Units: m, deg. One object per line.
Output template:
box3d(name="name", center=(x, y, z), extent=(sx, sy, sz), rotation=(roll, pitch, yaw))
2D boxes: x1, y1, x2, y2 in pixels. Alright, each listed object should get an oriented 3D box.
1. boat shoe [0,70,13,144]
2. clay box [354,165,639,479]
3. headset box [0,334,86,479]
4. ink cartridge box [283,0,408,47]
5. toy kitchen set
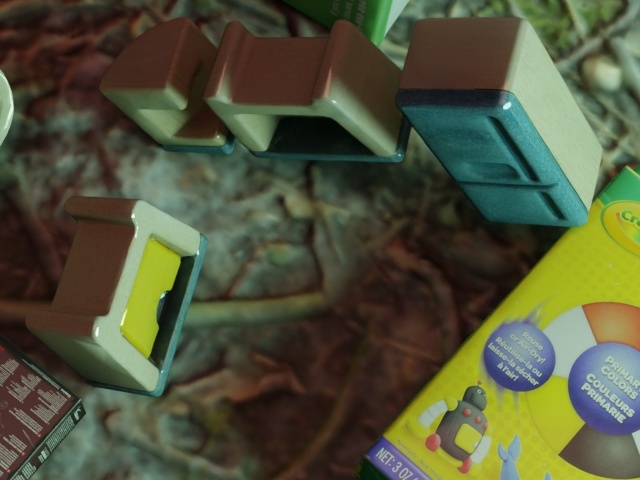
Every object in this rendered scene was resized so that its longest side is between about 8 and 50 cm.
box3d(name="boat shoe", center=(-0.247, -0.010, 0.699), extent=(0.233, 0.084, 0.079), rotation=(-44, 41, -9))
box3d(name="clay box", center=(0.136, 0.066, 0.698), extent=(0.127, 0.053, 0.222), rotation=(40, 74, 10))
box3d(name="headset box", center=(-0.158, 0.088, 0.682), extent=(0.062, 0.032, 0.083), rotation=(36, 74, 9))
box3d(name="ink cartridge box", center=(-0.055, -0.240, 0.711), extent=(0.278, 0.201, 0.117), rotation=(31, 72, 7))
box3d(name="toy kitchen set", center=(0.000, 0.000, 0.682), extent=(0.207, 0.122, 0.166), rotation=(4, 69, 29))
